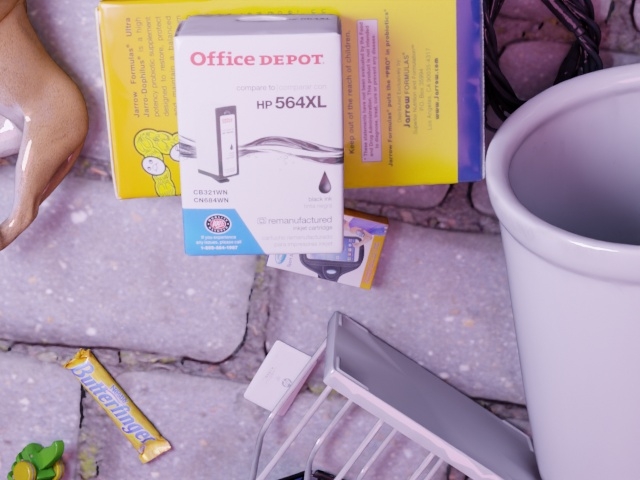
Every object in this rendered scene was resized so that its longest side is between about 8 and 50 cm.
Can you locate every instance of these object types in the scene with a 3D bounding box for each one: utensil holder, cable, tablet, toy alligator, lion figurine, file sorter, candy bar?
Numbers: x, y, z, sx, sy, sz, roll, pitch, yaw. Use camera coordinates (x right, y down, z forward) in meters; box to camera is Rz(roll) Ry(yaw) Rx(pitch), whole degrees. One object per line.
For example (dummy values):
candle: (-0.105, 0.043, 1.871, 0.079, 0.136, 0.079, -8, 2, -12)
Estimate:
utensil holder: (0.346, 0.066, 1.292, 0.327, 0.327, 0.385, -11, 125, 3)
cable: (0.223, -0.205, 1.357, 0.150, 0.047, 0.184, -13, 111, -15)
tablet: (-0.047, 0.160, 1.522, 0.054, 0.006, 0.083, 28, 107, -10)
toy alligator: (-0.354, 0.301, 1.549, 0.051, 0.056, 0.190, 40, 112, 31)
lion figurine: (-0.323, -0.179, 1.322, 0.240, 0.142, 0.392, -41, 140, -21)
file sorter: (0.083, 0.245, 1.440, 0.277, 0.193, 0.173, 33, 104, -7)
candy bar: (-0.237, 0.191, 1.526, 0.040, 0.018, 0.161, -33, 107, 11)

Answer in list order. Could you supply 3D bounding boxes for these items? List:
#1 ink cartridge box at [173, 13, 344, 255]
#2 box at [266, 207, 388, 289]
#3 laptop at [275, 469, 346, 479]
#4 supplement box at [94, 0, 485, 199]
ink cartridge box: (-0.053, -0.095, 1.182, 0.148, 0.086, 0.203, -1, 111, 1)
box: (0.000, 0.000, 1.454, 0.136, 0.028, 0.081, 12, 109, -6)
laptop: (-0.020, 0.403, 1.539, 0.264, 0.136, 0.234, 23, 108, -8)
supplement box: (-0.025, -0.165, 1.307, 0.356, 0.194, 0.195, -2, 109, 1)
